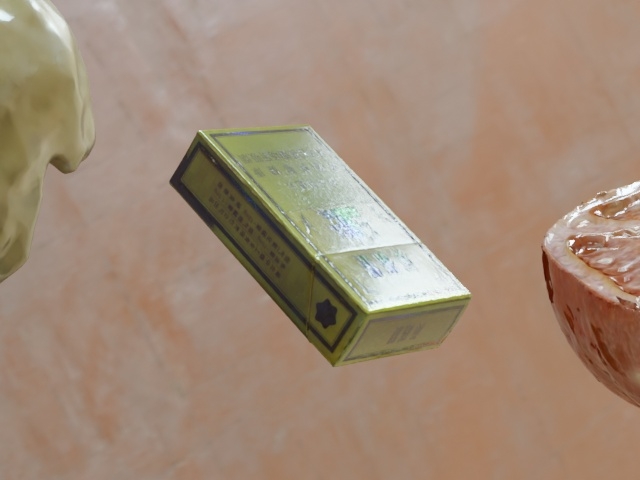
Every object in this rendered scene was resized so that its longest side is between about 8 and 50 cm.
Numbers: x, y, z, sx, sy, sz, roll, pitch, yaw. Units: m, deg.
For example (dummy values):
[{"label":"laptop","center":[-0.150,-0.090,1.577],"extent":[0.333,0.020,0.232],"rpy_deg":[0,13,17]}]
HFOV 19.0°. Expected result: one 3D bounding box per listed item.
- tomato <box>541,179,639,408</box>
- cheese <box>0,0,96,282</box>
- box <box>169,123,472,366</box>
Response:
[{"label":"tomato","center":[0.221,0.028,0.886],"extent":[0.237,0.236,0.095],"rpy_deg":[-34,116,-50]},{"label":"cheese","center":[-0.279,-0.034,1.049],"extent":[0.115,0.318,0.326],"rpy_deg":[53,43,-46]},{"label":"box","center":[0.000,0.000,1.521],"extent":[0.220,0.064,0.141],"rpy_deg":[45,30,26]}]
